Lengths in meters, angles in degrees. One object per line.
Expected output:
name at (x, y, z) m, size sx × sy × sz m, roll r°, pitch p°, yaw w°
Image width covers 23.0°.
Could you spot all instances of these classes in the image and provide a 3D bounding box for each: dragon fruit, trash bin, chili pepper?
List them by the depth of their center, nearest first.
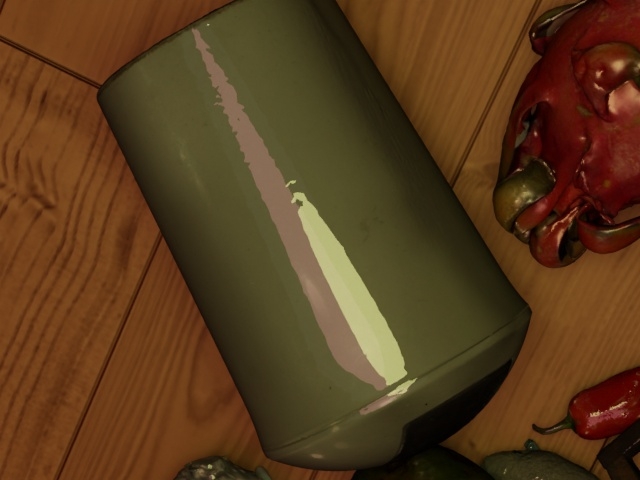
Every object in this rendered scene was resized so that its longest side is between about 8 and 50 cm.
dragon fruit at (0.283, -0.107, 1.394) m, size 0.243 × 0.227 × 0.307 m, roll 15°, pitch 107°, yaw 28°
trash bin at (0.000, 0.000, 1.456) m, size 0.280 × 0.280 × 0.432 m, roll -29°, pitch 89°, yaw 15°
chili pepper at (0.298, 0.158, 1.528) m, size 0.191 × 0.050 × 0.059 m, roll -22°, pitch 91°, yaw 8°

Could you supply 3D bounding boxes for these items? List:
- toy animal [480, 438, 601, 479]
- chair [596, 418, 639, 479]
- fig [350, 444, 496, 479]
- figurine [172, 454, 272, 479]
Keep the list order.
toy animal at (0.275, 0.265, 1.536) m, size 0.252 × 0.079 × 0.070 m, roll 24°, pitch 105°, yaw 7°
chair at (0.401, 0.087, 1.349) m, size 0.416 × 0.240 × 0.203 m, roll -39°, pitch 48°, yaw 9°
fig at (0.109, 0.308, 1.532) m, size 0.195 × 0.245 × 0.195 m, roll -9°, pitch 58°, yaw 14°
figurine at (-0.107, 0.309, 1.610) m, size 0.208 × 0.128 × 0.184 m, roll 0°, pitch 102°, yaw 21°
